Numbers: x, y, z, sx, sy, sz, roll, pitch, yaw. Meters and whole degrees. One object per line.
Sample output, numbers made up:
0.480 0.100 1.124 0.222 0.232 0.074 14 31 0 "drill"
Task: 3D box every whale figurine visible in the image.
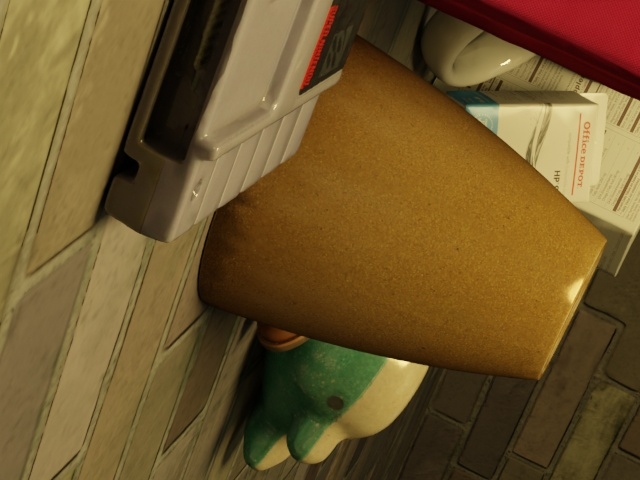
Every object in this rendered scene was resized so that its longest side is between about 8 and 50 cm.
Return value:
-0.005 0.113 1.605 0.272 0.141 0.216 -40 -160 45 "whale figurine"

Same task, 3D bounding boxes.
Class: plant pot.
0.075 -0.004 1.282 0.237 0.254 0.237 -60 168 -21 "plant pot"

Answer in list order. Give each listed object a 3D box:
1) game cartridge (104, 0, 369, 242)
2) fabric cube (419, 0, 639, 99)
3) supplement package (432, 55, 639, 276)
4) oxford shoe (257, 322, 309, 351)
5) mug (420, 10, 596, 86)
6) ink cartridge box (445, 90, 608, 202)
-0.004 -0.186 0.984 0.230 0.068 0.355 -33 148 -63 "game cartridge"
0.187 -0.259 1.196 0.254 0.258 0.259 -65 170 5 "fabric cube"
0.258 -0.120 1.889 0.198 0.262 0.199 -62 170 -11 "supplement package"
0.000 0.000 1.497 0.212 0.076 0.076 -58 139 -19 "oxford shoe"
0.259 -0.270 1.634 0.374 0.276 0.328 -34 169 11 "mug"
0.213 -0.094 1.703 0.060 0.180 0.104 -135 -135 -66 "ink cartridge box"
